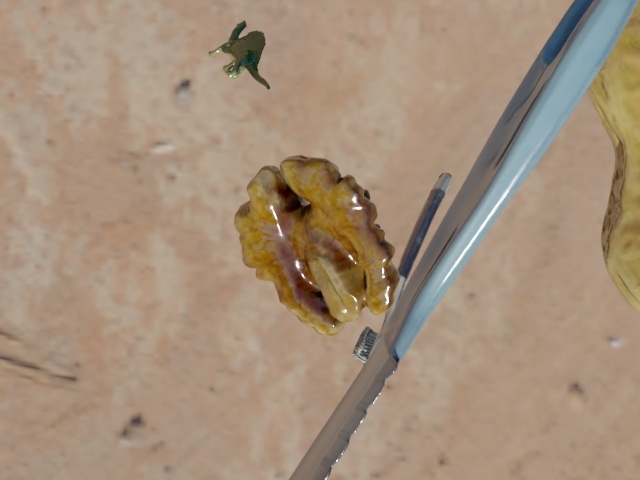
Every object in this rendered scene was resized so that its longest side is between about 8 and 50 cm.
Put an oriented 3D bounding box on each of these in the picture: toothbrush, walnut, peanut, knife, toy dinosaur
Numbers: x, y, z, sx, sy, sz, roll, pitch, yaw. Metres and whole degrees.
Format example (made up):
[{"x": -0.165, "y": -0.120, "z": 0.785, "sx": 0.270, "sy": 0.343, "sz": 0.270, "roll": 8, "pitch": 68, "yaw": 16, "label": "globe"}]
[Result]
[{"x": 0.088, "y": 0.025, "z": 1.831, "sx": 0.026, "sy": 0.024, "sz": 0.288, "roll": 33, "pitch": 48, "yaw": -8, "label": "toothbrush"}, {"x": 0.000, "y": 0.000, "z": 1.616, "sx": 0.170, "sy": 0.143, "sz": 0.069, "roll": 63, "pitch": 31, "yaw": -7, "label": "walnut"}, {"x": 0.273, "y": -0.090, "z": 1.301, "sx": 0.149, "sy": 0.149, "sz": 0.313, "roll": -19, "pitch": 108, "yaw": -46, "label": "peanut"}, {"x": 0.019, "y": 0.042, "z": 0.555, "sx": 0.019, "sy": 0.044, "sz": 0.313, "roll": 31, "pitch": 100, "yaw": -8, "label": "knife"}, {"x": -0.078, "y": -0.198, "z": 1.886, "sx": 0.060, "sy": 0.119, "sz": 0.029, "roll": -47, "pitch": 129, "yaw": 2, "label": "toy dinosaur"}]
